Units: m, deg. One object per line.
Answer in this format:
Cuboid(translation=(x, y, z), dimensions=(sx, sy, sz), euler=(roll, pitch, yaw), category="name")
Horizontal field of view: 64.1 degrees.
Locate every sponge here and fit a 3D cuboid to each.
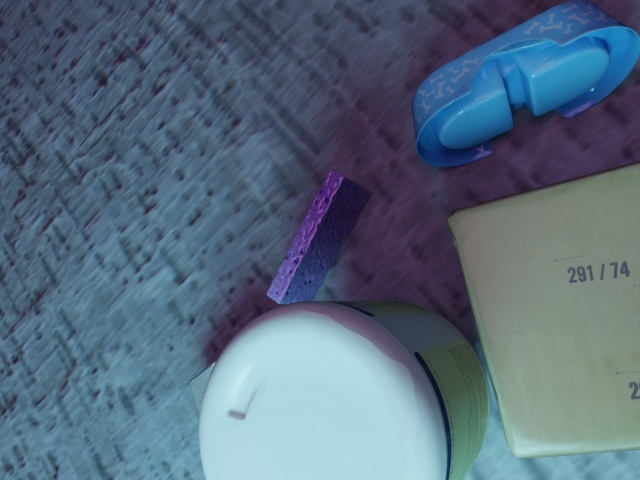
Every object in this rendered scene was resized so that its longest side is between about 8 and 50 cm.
Cuboid(translation=(0.000, 0.000, 0.786), dimensions=(0.031, 0.117, 0.210), euler=(30, 95, 24), category="sponge")

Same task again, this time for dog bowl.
Cuboid(translation=(0.260, -0.208, 0.692), dimensions=(0.297, 0.166, 0.074), euler=(-24, 62, 18), category="dog bowl")

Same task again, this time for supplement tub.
Cuboid(translation=(0.054, 0.184, 0.562), dimensions=(0.235, 0.324, 0.236), euler=(-4, 82, 27), category="supplement tub")

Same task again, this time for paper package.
Cuboid(translation=(0.349, 0.078, 0.606), dimensions=(0.324, 0.168, 0.310), euler=(-16, 78, 19), category="paper package")

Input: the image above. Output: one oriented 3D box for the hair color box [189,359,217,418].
Cuboid(translation=(-0.082, 0.339, 0.732), dimensions=(0.185, 0.110, 0.339), euler=(-43, 61, 57), category="hair color box")
